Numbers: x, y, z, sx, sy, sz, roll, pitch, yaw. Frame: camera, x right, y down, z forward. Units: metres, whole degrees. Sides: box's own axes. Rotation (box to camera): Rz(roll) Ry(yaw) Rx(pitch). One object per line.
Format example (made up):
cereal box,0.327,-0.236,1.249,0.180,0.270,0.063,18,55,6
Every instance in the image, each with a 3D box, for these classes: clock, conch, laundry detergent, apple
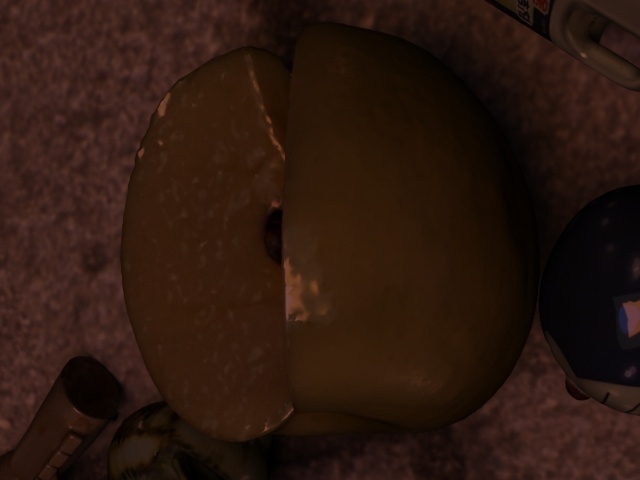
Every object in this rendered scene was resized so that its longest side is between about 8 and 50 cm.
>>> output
clock,0.258,0.049,1.194,0.243,0.199,0.146,12,96,-5
conch,-0.097,0.204,1.396,0.124,0.187,0.181,16,84,-19
laundry detergent,0.192,-0.157,1.201,0.226,0.070,0.099,38,105,31
apple,0.020,0.001,1.250,0.295,0.233,0.258,-24,62,58

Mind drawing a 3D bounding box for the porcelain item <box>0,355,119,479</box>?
porcelain item,-0.236,0.190,1.500,0.054,0.084,0.213,30,116,-17
